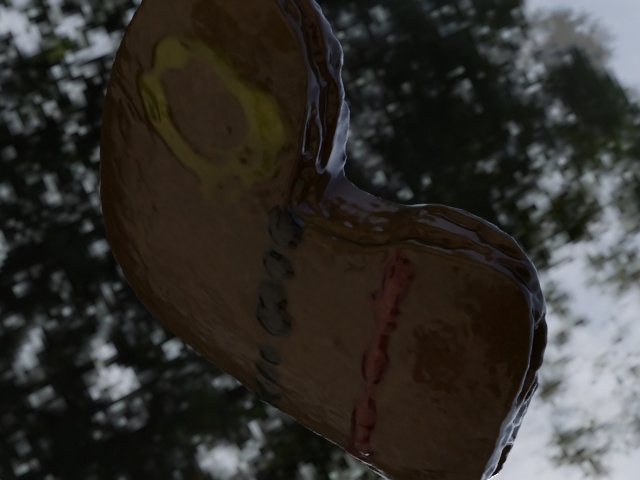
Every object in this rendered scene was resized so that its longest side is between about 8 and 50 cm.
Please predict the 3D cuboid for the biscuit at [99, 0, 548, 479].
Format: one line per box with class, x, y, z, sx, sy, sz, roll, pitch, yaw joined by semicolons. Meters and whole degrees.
biscuit;-0.001;0.001;0.934;0.277;0.052;0.262;35;-40;13
